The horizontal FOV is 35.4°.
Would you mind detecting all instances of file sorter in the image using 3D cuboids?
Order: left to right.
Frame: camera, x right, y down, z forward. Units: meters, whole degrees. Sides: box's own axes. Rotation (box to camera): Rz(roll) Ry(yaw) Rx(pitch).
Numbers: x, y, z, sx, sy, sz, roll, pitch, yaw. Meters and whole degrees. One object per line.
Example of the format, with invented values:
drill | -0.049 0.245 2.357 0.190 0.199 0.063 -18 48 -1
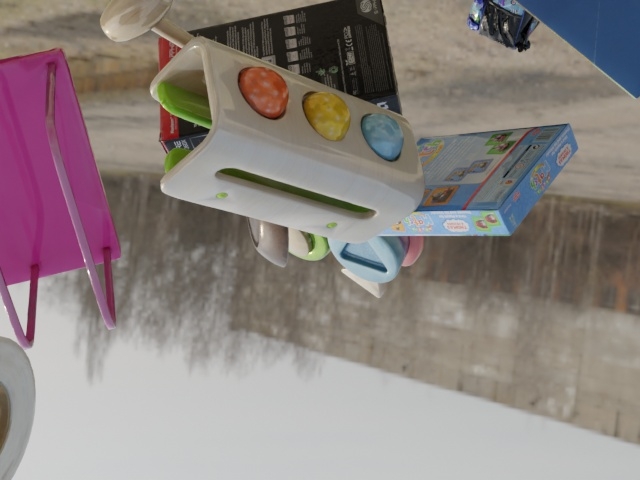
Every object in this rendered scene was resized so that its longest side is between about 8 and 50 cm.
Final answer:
file sorter | -0.326 -0.007 0.810 0.290 0.202 0.182 -14 -152 -7

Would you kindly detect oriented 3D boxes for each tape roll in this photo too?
tape roll | -0.558 0.280 1.538 0.100 0.286 0.286 8 -178 16

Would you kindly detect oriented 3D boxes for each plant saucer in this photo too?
plant saucer | -0.080 -0.059 1.378 0.036 0.199 0.198 -9 -176 -11

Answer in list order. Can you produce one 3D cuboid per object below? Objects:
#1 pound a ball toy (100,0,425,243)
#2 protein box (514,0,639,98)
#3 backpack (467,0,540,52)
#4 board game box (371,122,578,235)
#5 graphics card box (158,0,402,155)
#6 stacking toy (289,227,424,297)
pound a ball toy | -0.048 -0.141 1.013 0.319 0.208 0.135 16 142 -40
protein box | 0.267 -0.276 0.877 0.201 0.200 0.136 37 -151 -5
backpack | 0.316 -0.412 1.581 0.117 0.158 0.173 27 145 17
board game box | 0.157 -0.066 1.117 0.211 0.039 0.160 1 -141 46
graphics card box | -0.066 -0.252 1.581 0.371 0.233 0.094 -12 145 6
stacking toy | 0.000 0.000 1.664 0.309 0.130 0.279 30 146 12
